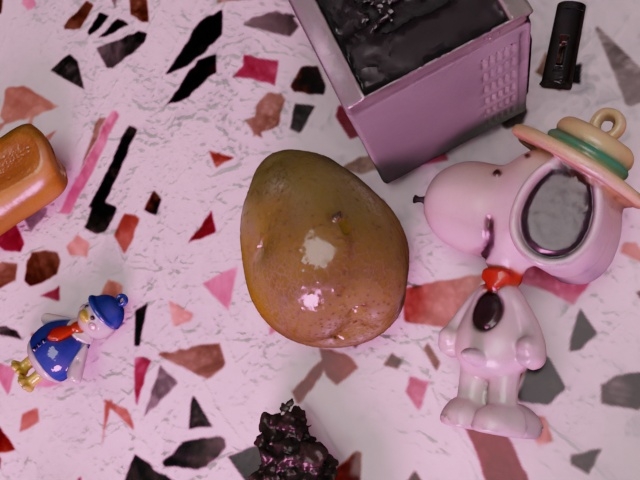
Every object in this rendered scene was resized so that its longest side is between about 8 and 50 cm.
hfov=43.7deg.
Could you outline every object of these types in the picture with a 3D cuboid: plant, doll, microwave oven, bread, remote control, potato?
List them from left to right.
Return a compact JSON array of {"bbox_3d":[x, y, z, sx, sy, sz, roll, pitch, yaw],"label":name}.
[{"bbox_3d":[-0.388,-0.035,0.897,0.239,0.074,0.093,-32,71,7],"label":"bread"},{"bbox_3d":[-0.262,0.103,0.847,0.143,0.058,0.099,-37,57,0],"label":"doll"},{"bbox_3d":[-0.008,0.232,0.731,0.174,0.087,0.085,56,128,26],"label":"plant"},{"bbox_3d":[0.000,0.000,0.759,0.157,0.157,0.194,-24,61,9],"label":"potato"},{"bbox_3d":[0.059,-0.243,0.730,0.181,0.237,0.295,-28,73,7],"label":"microwave oven"},{"bbox_3d":[0.192,0.034,0.706,0.208,0.144,0.272,-16,71,33],"label":"doll"},{"bbox_3d":[0.241,-0.194,0.788,0.034,0.016,0.091,9,81,21],"label":"remote control"}]
